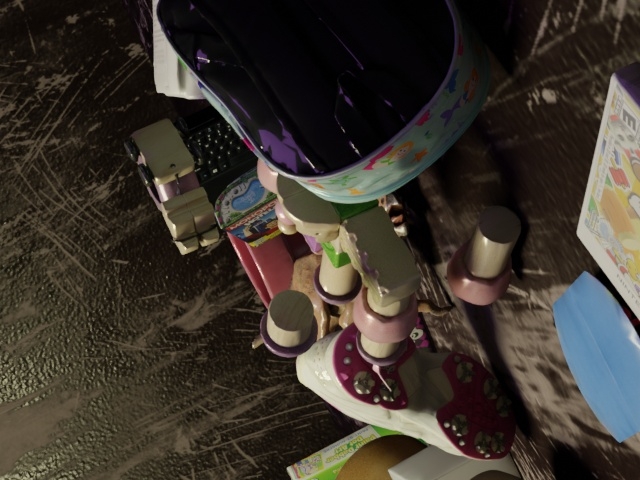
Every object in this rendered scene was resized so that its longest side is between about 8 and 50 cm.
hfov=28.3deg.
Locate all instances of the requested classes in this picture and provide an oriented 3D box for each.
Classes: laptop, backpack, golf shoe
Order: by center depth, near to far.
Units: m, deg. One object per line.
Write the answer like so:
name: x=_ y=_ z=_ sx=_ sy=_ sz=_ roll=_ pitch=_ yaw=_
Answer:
backpack: x=0.015 y=-0.160 z=1.073 sx=0.253 sy=0.225 sz=0.191 roll=53 pitch=-170 yaw=27
laptop: x=-0.052 y=-0.119 z=1.505 sx=0.136 sy=0.234 sz=0.264 roll=56 pitch=168 yaw=39
golf shoe: x=0.105 y=0.181 z=1.522 sx=0.306 sy=0.115 sz=0.140 roll=31 pitch=155 yaw=-30

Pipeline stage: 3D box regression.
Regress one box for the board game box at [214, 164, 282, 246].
board game box: x=-0.036 y=-0.077 z=1.517 sx=0.060 sy=0.194 sz=0.194 roll=61 pitch=-174 yaw=15

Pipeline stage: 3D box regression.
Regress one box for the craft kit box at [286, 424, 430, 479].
craft kit box: x=0.093 y=0.446 z=2.270 sx=0.061 sy=0.250 sz=0.246 roll=54 pitch=167 yaw=52

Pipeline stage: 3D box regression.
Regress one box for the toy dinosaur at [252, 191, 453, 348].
toy dinosaur: x=0.030 y=0.038 z=1.596 sx=0.127 sy=0.296 sz=0.200 roll=-29 pitch=-84 yaw=-56

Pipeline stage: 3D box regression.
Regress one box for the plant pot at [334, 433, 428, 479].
plant pot: x=0.175 y=0.465 z=2.050 sx=0.254 sy=0.237 sz=0.237 roll=19 pitch=137 yaw=57

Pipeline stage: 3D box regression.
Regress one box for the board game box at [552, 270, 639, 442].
board game box: x=0.251 y=0.093 z=1.065 sx=0.168 sy=0.033 sz=0.133 roll=106 pitch=142 yaw=-70

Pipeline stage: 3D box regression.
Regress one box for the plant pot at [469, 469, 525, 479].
plant pot: x=0.248 y=0.417 z=1.407 sx=0.191 sy=0.284 sz=0.284 roll=10 pitch=136 yaw=34

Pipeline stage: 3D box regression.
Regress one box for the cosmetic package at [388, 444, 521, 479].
cosmetic package: x=0.220 y=0.401 z=1.790 sx=0.224 sy=0.138 sz=0.224 roll=64 pitch=171 yaw=0

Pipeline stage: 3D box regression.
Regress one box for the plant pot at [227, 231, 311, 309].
plant pot: x=-0.029 y=-0.010 z=1.861 sx=0.201 sy=0.180 sz=0.201 roll=60 pitch=171 yaw=16

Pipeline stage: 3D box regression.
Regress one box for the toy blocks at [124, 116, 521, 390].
toy blocks: x=0.000 y=0.000 z=1.309 sx=0.288 sy=0.309 sz=0.260 roll=60 pitch=164 yaw=21

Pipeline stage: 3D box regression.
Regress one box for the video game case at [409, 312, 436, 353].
video game case: x=0.112 y=0.131 z=1.917 sx=0.232 sy=0.042 sz=0.210 roll=46 pitch=160 yaw=62

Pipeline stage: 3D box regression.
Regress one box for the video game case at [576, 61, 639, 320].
video game case: x=0.250 y=0.018 z=0.863 sx=0.206 sy=0.026 sz=0.227 roll=58 pitch=170 yaw=25

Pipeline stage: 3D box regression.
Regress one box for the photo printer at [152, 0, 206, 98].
photo printer: x=-0.155 y=-0.335 z=1.612 sx=0.256 sy=0.107 sz=0.307 roll=-154 pitch=62 yaw=-75
